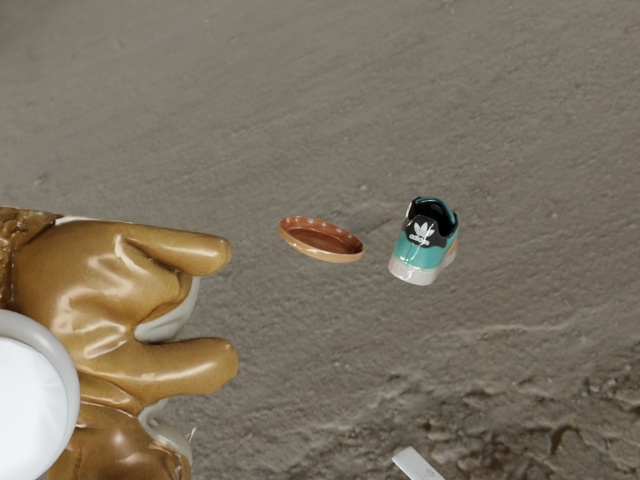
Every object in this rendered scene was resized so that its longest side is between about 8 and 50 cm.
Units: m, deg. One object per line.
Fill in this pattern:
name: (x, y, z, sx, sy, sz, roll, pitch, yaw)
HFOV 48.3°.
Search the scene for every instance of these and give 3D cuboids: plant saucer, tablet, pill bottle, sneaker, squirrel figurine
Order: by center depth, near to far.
pill bottle: (-0.236, 0.107, 0.491, 0.124, 0.124, 0.221, -50, 17, -23)
plant saucer: (0.000, 0.000, 0.662, 0.083, 0.084, 0.013, 47, 124, 56)
squirrel figurine: (-0.300, 0.156, 0.857, 0.281, 0.397, 0.370, -177, 96, -74)
tablet: (0.127, 0.284, 0.858, 0.083, 0.054, 0.006, 42, 112, 25)
sneaker: (0.202, -0.024, 1.261, 0.108, 0.121, 0.302, 22, 22, 9)
